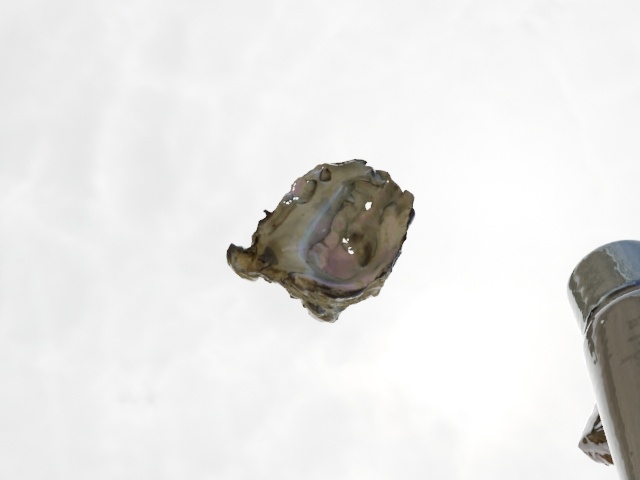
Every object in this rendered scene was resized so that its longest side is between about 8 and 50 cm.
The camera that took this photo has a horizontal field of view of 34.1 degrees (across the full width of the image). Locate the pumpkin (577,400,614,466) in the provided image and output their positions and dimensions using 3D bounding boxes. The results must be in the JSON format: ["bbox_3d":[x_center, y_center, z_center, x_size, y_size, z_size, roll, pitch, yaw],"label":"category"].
[{"bbox_3d":[0.379,0.221,1.023,0.248,0.131,0.126,40,-36,20],"label":"pumpkin"}]

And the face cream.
[{"bbox_3d":[0.231,0.113,0.640,0.314,0.143,0.089,-98,178,-57],"label":"face cream"}]

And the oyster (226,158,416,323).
[{"bbox_3d":[0.000,0.000,1.039,0.191,0.081,0.163,2,-101,8],"label":"oyster"}]
